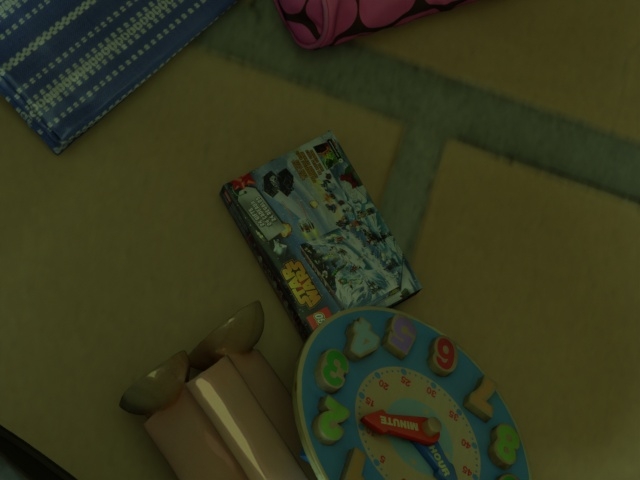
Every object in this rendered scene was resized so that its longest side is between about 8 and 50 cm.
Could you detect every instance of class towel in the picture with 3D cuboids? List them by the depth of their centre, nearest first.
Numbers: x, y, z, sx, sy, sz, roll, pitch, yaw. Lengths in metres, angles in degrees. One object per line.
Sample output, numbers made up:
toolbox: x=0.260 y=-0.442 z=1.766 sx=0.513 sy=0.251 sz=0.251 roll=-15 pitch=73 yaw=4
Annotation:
towel: x=-0.223 y=-0.255 z=1.439 sx=0.336 sy=0.040 sz=0.243 roll=46 pitch=71 yaw=2

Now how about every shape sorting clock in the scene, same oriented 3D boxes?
shape sorting clock: x=0.068 y=0.135 z=1.334 sx=0.206 sy=0.040 sz=0.206 roll=21 pitch=51 yaw=-28

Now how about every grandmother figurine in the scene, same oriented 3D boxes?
grandmother figurine: x=0.000 y=0.219 z=1.314 sx=0.208 sy=0.104 sz=0.342 roll=-36 pitch=83 yaw=-20

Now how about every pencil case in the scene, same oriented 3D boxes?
pencil case: x=0.069 y=-0.213 z=1.441 sx=0.209 sy=0.098 sz=0.095 roll=-22 pitch=80 yaw=-14

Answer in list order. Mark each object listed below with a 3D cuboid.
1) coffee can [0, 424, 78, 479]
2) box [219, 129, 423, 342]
coffee can: x=-0.227 y=0.265 z=1.159 sx=0.201 sy=0.201 sz=0.275 roll=38 pitch=85 yaw=1
box: x=0.000 y=0.000 z=1.409 sx=0.094 sy=0.027 sz=0.137 roll=-27 pitch=81 yaw=-17
